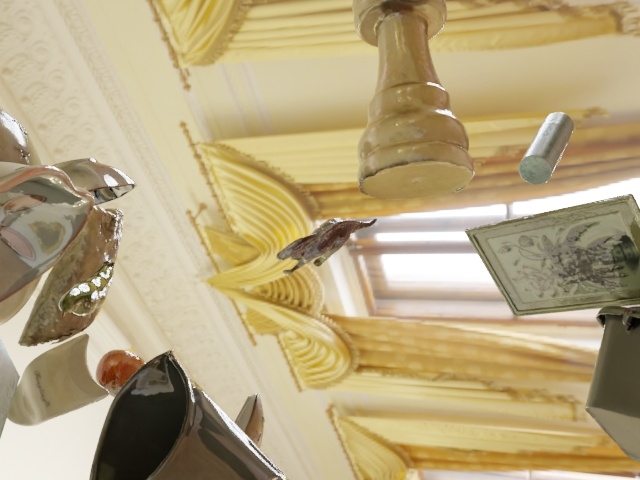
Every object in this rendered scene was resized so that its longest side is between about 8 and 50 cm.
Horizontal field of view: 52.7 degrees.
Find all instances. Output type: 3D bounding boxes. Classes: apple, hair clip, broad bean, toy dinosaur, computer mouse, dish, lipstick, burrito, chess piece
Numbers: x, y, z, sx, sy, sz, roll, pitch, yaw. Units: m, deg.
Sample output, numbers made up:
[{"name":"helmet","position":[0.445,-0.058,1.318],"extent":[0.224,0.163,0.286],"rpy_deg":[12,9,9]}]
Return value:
[{"name":"apple","position":[-0.552,0.373,1.785],"extent":[0.146,0.146,0.146],"rpy_deg":[-1,-90,-70]},{"name":"hair clip","position":[-0.672,0.371,1.615],"extent":[0.113,0.282,0.172],"rpy_deg":[0,-120,-54]},{"name":"broad bean","position":[-0.384,0.087,1.083],"extent":[0.297,0.043,0.060],"rpy_deg":[-127,37,-80]},{"name":"toy dinosaur","position":[0.003,0.007,1.538],"extent":[0.294,0.162,0.077],"rpy_deg":[-35,-95,-39]},{"name":"computer mouse","position":[-0.134,0.354,1.100],"extent":[0.199,0.045,0.102],"rpy_deg":[-59,-26,-49]},{"name":"dish","position":[-0.399,-0.091,1.042],"extent":[0.191,0.191,0.066],"rpy_deg":[-19,-88,-69]},{"name":"lipstick","position":[0.334,-0.137,0.949],"extent":[0.158,0.048,0.048],"rpy_deg":[-48,-45,-45]},{"name":"burrito","position":[-0.530,0.078,1.429],"extent":[0.175,0.107,0.347],"rpy_deg":[38,-112,-63]},{"name":"dish","position":[-0.327,-0.010,0.588],"extent":[0.081,0.229,0.229],"rpy_deg":[49,-162,10]},{"name":"chess piece","position":[0.080,-0.246,0.679],"extent":[0.117,0.117,0.397],"rpy_deg":[30,-126,-67]}]

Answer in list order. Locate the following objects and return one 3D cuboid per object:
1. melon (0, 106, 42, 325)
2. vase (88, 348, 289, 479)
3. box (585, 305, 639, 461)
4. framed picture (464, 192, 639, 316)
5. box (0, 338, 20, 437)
[{"name":"melon","position":[-0.450,-0.033,0.792],"extent":[0.223,0.223,0.317],"rpy_deg":[-46,-35,-62]},{"name":"vase","position":[-0.111,0.298,0.721],"extent":[0.301,0.156,0.251],"rpy_deg":[47,-147,-26]},{"name":"box","position":[0.430,0.194,0.787],"extent":[0.243,0.163,0.135],"rpy_deg":[42,-114,-38]},{"name":"framed picture","position":[0.328,0.030,0.859],"extent":[0.173,0.231,0.010],"rpy_deg":[54,-133,-20]},{"name":"box","position":[-0.592,0.282,1.066],"extent":[0.245,0.092,0.153],"rpy_deg":[-99,6,-49]}]
